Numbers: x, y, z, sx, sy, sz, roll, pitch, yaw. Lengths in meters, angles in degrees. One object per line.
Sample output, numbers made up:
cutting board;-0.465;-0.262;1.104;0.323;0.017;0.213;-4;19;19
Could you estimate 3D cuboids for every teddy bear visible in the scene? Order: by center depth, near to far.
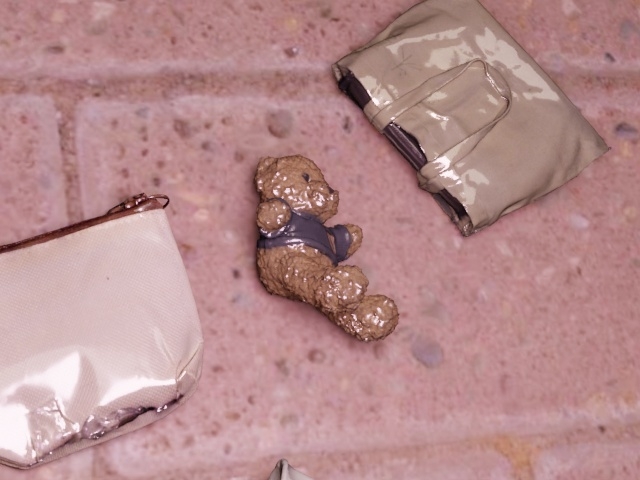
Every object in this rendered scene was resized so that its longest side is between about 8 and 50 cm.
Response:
teddy bear;-0.017;0.012;1.578;0.129;0.182;0.251;-29;58;12

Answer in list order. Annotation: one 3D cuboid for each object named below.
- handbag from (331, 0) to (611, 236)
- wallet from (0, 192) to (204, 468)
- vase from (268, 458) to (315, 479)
handbag;0.193;-0.172;1.739;0.253;0.109;0.316;-36;83;-24
wallet;-0.284;0.096;1.477;0.335;0.068;0.275;-18;71;-19
vase;0.110;0.345;1.464;0.360;0.165;0.165;17;63;-7
